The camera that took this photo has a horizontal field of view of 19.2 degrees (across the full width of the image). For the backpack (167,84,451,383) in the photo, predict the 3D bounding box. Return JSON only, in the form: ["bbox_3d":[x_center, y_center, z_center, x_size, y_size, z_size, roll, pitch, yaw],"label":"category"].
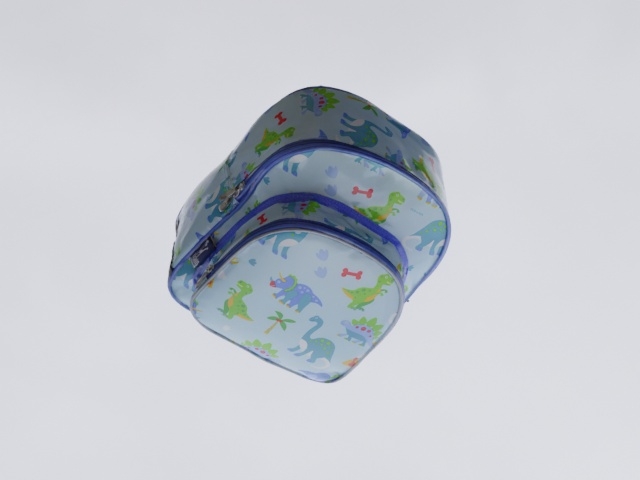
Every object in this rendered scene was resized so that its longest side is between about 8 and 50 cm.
[{"bbox_3d":[0.000,0.000,0.829,0.105,0.114,0.084,28,-150,-20],"label":"backpack"}]
